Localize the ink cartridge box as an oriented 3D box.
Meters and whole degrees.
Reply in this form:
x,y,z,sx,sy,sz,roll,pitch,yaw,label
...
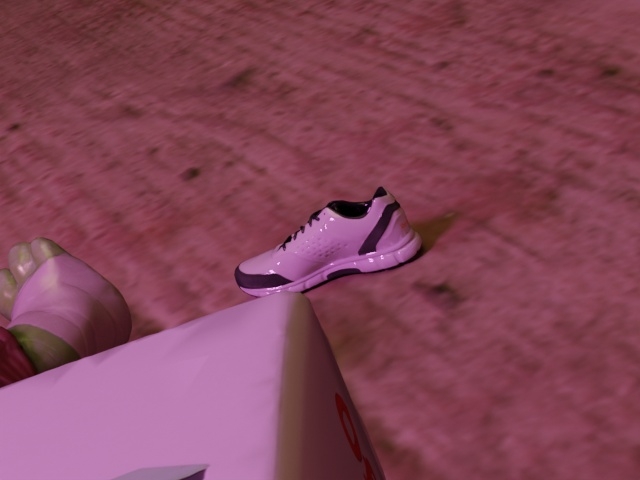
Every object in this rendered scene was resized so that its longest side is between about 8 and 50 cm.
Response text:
x,y,z,sx,sy,sz,roll,pitch,yaw,label
-0.024,0.165,0.378,0.117,0.201,0.278,-19,21,8,ink cartridge box

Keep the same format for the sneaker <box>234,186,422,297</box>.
x,y,z,sx,sy,sz,roll,pitch,yaw,label
0.000,0.000,0.983,0.109,0.044,0.040,-18,23,15,sneaker

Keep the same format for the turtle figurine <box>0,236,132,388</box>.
x,y,z,sx,sy,sz,roll,pitch,yaw,label
-0.211,0.102,0.724,0.274,0.198,0.266,-11,16,30,turtle figurine
